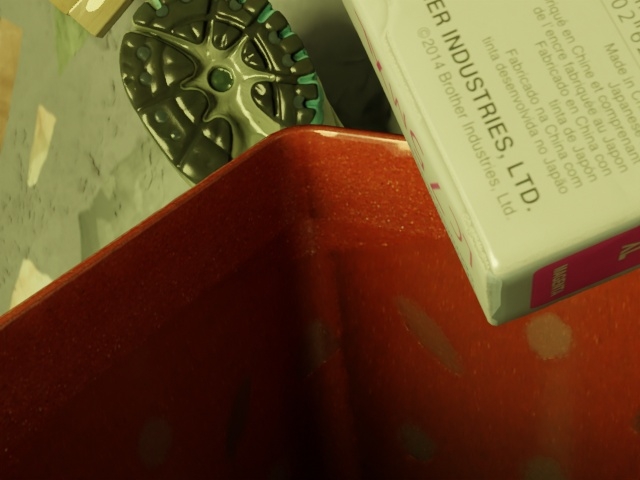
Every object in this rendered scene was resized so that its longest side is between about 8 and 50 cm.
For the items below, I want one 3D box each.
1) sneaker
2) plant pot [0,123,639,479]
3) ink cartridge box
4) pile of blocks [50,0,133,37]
[{"bbox_3d":[0.000,0.000,0.633,0.122,0.110,0.283,74,171,-88],"label":"sneaker"},{"bbox_3d":[0.048,0.126,0.428,0.267,0.267,0.236,9,120,28],"label":"plant pot"},{"bbox_3d":[0.156,-0.118,0.372,0.311,0.065,0.186,-24,68,3],"label":"ink cartridge box"},{"bbox_3d":[-0.098,-0.302,0.734,0.112,0.148,0.362,-82,8,-83],"label":"pile of blocks"}]
